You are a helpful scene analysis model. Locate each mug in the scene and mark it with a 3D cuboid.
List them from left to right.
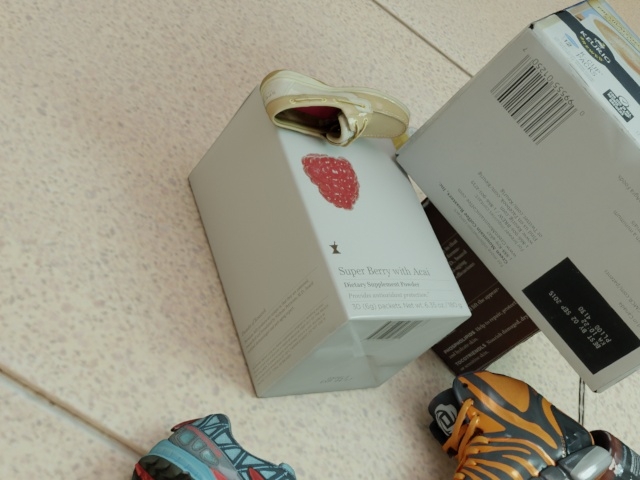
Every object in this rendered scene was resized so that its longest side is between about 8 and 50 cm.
[{"bbox_3d":[0.120,-0.124,1.309,0.062,0.064,0.078,12,50,-34],"label":"mug"}]

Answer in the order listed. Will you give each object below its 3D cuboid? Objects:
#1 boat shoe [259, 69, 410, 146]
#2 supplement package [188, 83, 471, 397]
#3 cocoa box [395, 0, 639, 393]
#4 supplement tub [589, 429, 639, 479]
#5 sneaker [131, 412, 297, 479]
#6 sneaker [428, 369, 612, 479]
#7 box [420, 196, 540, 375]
[{"bbox_3d":[0.018,-0.126,0.955,0.170,0.063,0.059,9,53,-21],"label":"boat shoe"},{"bbox_3d":[0.000,0.000,1.013,0.178,0.175,0.292,2,56,-39],"label":"supplement package"},{"bbox_3d":[0.308,-0.060,1.020,0.347,0.231,0.228,51,40,6],"label":"cocoa box"},{"bbox_3d":[0.389,0.328,1.125,0.198,0.106,0.106,39,40,-9],"label":"supplement tub"},{"bbox_3d":[-0.037,0.256,0.821,0.262,0.104,0.125,45,38,0],"label":"sneaker"},{"bbox_3d":[0.157,0.258,0.993,0.321,0.124,0.180,-20,55,-40],"label":"sneaker"},{"bbox_3d":[0.195,0.029,1.162,0.203,0.167,0.168,46,40,2],"label":"box"}]
